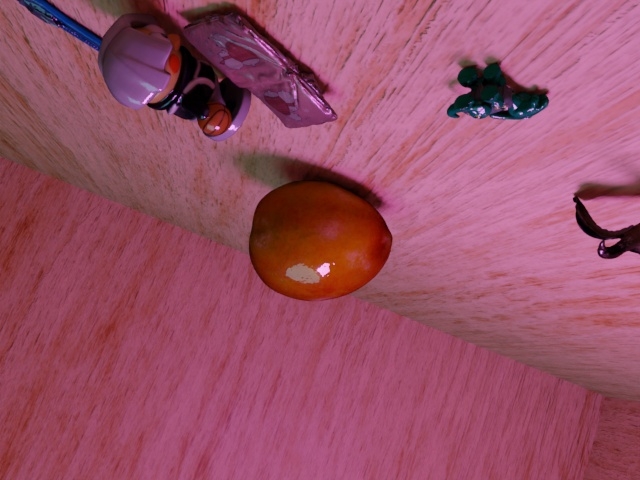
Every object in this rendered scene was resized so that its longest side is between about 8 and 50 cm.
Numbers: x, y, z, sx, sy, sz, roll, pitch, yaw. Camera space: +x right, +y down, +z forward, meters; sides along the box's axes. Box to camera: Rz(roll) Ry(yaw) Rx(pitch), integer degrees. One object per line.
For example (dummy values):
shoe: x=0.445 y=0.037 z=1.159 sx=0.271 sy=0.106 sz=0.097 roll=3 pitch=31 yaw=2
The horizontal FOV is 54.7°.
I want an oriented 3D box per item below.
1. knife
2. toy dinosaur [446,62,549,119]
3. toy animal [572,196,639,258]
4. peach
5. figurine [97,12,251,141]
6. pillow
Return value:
knife: x=-0.433 y=-0.373 z=1.098 sx=0.296 sy=0.026 sz=0.044 roll=30 pitch=154 yaw=-35
toy dinosaur: x=0.218 y=-0.176 z=0.795 sx=0.096 sy=0.059 sz=0.132 roll=24 pitch=161 yaw=-41
toy animal: x=0.460 y=-0.011 z=0.896 sx=0.197 sy=0.160 sz=0.272 roll=24 pitch=-152 yaw=-49
peach: x=0.000 y=0.000 z=1.439 sx=0.332 sy=0.308 sz=0.308 roll=2 pitch=163 yaw=17
figurine: x=-0.231 y=-0.248 z=0.978 sx=0.236 sy=0.133 sz=0.176 roll=25 pitch=-160 yaw=-42
pillow: x=-0.084 y=-0.259 z=0.954 sx=0.135 sy=0.049 sz=0.248 roll=6 pitch=157 yaw=48
